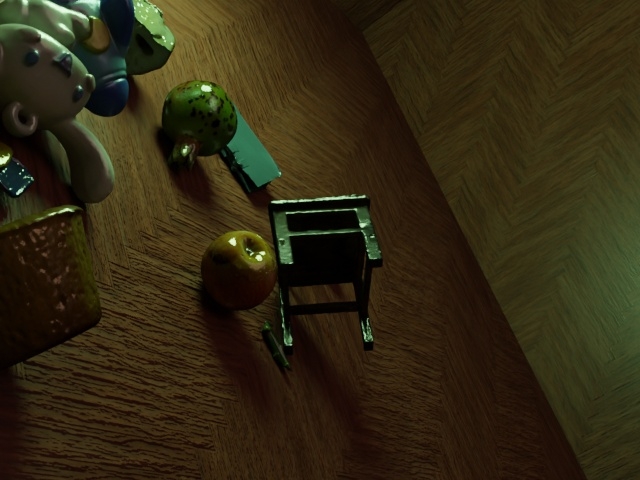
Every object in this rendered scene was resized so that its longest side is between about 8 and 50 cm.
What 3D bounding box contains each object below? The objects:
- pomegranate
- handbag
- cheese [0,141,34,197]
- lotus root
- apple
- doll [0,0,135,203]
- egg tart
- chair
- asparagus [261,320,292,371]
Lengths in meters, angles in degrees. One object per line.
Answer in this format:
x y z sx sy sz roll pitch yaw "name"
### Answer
-0.253 -0.231 1.733 0.159 0.159 0.205 42 49 -36 "pomegranate"
-0.190 -0.217 1.988 0.221 0.057 0.144 57 23 1 "handbag"
-0.490 -0.159 1.158 0.250 0.064 0.156 50 20 -15 "cheese"
-0.400 -0.434 1.709 0.235 0.138 0.119 50 15 -15 "lotus root"
-0.145 0.051 1.528 0.146 0.146 0.146 47 21 -25 "apple"
-0.405 -0.300 1.332 0.376 0.187 0.365 78 17 -48 "doll"
-0.343 0.057 0.989 0.147 0.203 0.202 65 19 -3 "egg tart"
0.000 0.000 1.745 0.416 0.203 0.240 -99 -175 -51 "chair"
-0.083 0.204 1.618 0.108 0.021 0.025 61 24 12 "asparagus"
